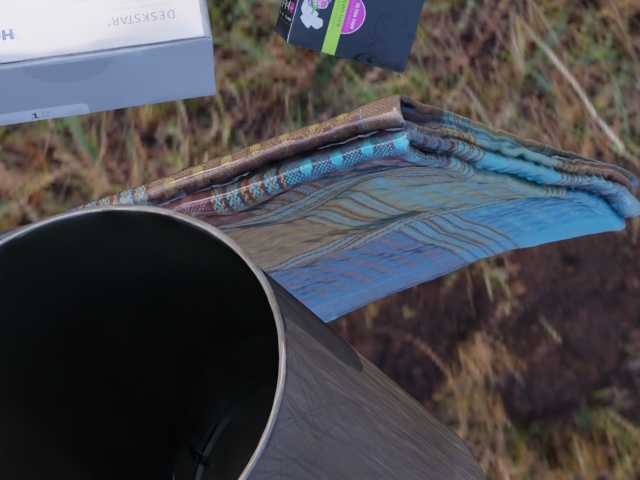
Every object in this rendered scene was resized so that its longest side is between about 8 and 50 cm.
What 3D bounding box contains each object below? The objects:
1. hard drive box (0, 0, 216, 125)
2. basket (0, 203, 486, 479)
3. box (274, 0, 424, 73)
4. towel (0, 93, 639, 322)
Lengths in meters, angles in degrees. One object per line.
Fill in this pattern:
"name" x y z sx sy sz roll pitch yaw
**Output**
"hard drive box" -0.177 -0.208 1.281 0.181 0.232 0.089 -8 159 -4
"basket" -0.038 0.099 0.774 0.204 0.154 0.227 -9 154 32
"box" 0.019 -0.131 0.911 0.062 0.052 0.083 13 100 -12
"towel" 0.000 0.000 1.007 0.271 0.370 0.040 -19 79 23
